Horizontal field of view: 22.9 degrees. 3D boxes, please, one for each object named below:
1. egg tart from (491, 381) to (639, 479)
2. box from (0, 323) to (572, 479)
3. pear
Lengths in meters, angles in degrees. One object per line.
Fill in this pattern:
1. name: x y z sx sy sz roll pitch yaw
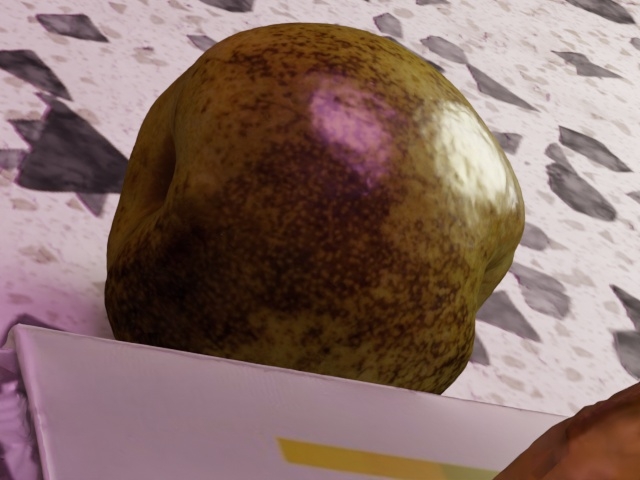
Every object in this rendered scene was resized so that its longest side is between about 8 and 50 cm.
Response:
1. egg tart: 0.110 0.156 0.303 0.288 0.288 0.118 35 8 15
2. box: 0.025 0.154 0.506 0.333 0.173 0.145 12 28 -26
3. pear: 0.000 0.000 0.740 0.197 0.197 0.197 21 28 -12
